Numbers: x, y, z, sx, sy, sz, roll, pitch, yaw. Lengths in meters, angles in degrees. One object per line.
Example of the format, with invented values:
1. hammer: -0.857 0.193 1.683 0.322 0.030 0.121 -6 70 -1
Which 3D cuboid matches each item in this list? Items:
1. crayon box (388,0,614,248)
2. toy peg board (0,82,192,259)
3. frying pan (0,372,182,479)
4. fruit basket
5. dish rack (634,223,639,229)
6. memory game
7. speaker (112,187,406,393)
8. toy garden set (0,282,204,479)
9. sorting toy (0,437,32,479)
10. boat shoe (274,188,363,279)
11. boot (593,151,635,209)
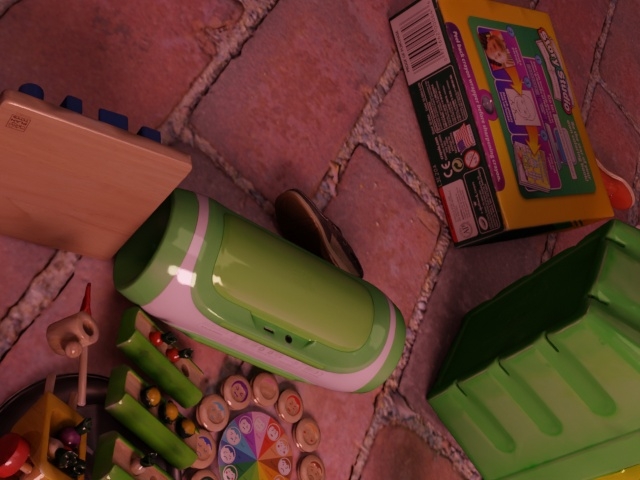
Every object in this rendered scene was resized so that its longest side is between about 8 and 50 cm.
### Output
1. crayon box: 0.287 -0.185 1.203 0.313 0.106 0.363 -6 78 -44
2. toy peg board: -0.224 -0.072 0.677 0.161 0.160 0.079 18 47 -36
3. frying pan: -0.196 0.268 0.639 0.197 0.053 0.326 13 62 -37
4. fruit basket: 0.362 0.211 0.930 0.392 0.392 0.283 48 48 -16
5. dish rack: 0.590 0.169 1.356 0.333 0.072 0.286 46 48 -18
6. memory game: -0.061 0.224 0.786 0.186 0.012 0.186 21 59 -40
7. speaker: -0.053 0.059 0.791 0.296 0.131 0.131 29 56 -30
8. toy garden set: -0.151 0.139 0.617 0.204 0.049 0.244 55 19 -37
9. sorting toy: -0.333 0.154 0.476 0.365 0.126 0.127 22 66 -27
10. boat shoe: 0.000 0.000 0.915 0.152 0.056 0.049 60 40 -19
11. boot: 0.499 -0.089 1.392 0.158 0.059 0.085 35 56 -16
